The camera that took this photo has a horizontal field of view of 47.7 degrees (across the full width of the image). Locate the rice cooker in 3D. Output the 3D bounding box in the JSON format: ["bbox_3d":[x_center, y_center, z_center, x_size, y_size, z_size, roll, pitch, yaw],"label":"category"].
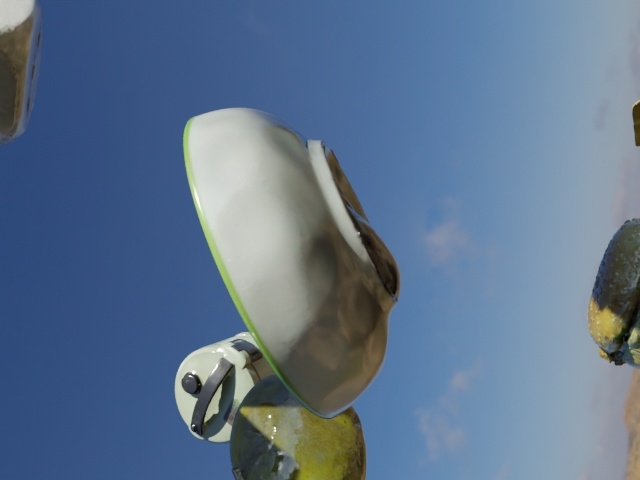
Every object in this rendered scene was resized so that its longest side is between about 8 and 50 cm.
[{"bbox_3d":[-0.188,0.321,1.592,0.244,0.226,0.226,-5,-80,-62],"label":"rice cooker"}]

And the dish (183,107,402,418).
[{"bbox_3d":[0.000,0.000,0.717,0.324,0.124,0.324,-25,-90,-82],"label":"dish"}]

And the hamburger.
[{"bbox_3d":[0.447,0.080,1.025,0.189,0.122,0.215,-10,-61,-67],"label":"hamburger"}]

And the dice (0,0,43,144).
[{"bbox_3d":[-0.500,-0.257,1.014,0.193,0.194,0.192,-105,31,-49],"label":"dice"}]

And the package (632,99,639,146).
[{"bbox_3d":[0.338,-0.095,0.613,0.047,0.131,0.071,-54,-39,-11],"label":"package"}]

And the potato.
[{"bbox_3d":[-0.033,0.290,1.004,0.228,0.197,0.149,-74,-28,-46],"label":"potato"}]
